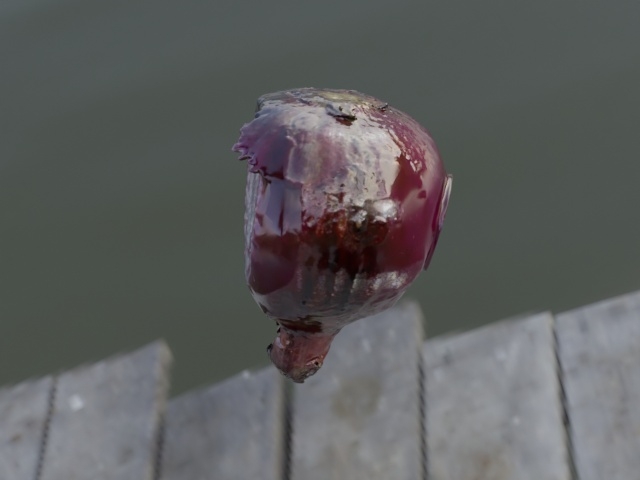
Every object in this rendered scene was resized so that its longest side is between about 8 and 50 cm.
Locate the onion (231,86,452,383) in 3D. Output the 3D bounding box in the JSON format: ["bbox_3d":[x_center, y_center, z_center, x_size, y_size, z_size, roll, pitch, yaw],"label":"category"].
[{"bbox_3d":[0.016,0.000,1.229,0.135,0.198,0.173,1,27,3],"label":"onion"}]
